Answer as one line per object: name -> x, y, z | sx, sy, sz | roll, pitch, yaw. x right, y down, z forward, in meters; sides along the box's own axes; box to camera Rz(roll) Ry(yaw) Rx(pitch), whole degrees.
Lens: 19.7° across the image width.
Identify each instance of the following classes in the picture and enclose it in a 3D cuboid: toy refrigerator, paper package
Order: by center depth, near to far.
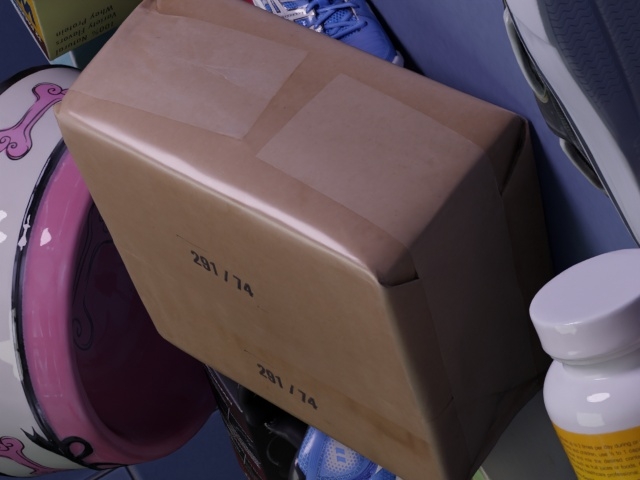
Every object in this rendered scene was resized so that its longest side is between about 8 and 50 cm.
paper package -> 0.000, 0.000, 1.387 | 0.324, 0.168, 0.309 | 26, 152, 32
toy refrigerator -> 0.175, 0.205, 1.572 | 0.269, 0.094, 0.102 | 58, 169, 9

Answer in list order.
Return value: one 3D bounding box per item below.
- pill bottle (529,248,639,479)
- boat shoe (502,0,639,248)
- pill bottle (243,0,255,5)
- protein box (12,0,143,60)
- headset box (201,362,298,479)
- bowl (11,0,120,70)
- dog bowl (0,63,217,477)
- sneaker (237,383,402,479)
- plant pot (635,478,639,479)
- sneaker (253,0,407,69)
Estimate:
pill bottle -> 0.207, 0.114, 1.130 | 0.208, 0.117, 0.117 | 64, 168, -19
boat shoe -> 0.131, -0.109, 0.879 | 0.119, 0.121, 0.335 | 41, 160, 49
pill bottle -> -0.092, -0.160, 1.682 | 0.086, 0.152, 0.086 | 56, 169, 18
protein box -> -0.210, -0.305, 1.716 | 0.136, 0.199, 0.201 | 58, 169, 16
headset box -> 0.014, 0.156, 1.847 | 0.110, 0.218, 0.293 | 53, 167, 34
bowl -> -0.271, -0.335, 2.019 | 0.311, 0.163, 0.311 | 58, 169, 17
dog bowl -> -0.208, 0.037, 1.784 | 0.150, 0.408, 0.408 | 6, 136, 29
sneaker -> -0.004, 0.086, 1.587 | 0.330, 0.147, 0.130 | -103, 9, -46
plant pot -> 0.251, 0.183, 0.918 | 0.205, 0.188, 0.205 | 58, 169, 18
sneaker -> -0.006, -0.180, 1.436 | 0.211, 0.080, 0.081 | 50, 168, 39
